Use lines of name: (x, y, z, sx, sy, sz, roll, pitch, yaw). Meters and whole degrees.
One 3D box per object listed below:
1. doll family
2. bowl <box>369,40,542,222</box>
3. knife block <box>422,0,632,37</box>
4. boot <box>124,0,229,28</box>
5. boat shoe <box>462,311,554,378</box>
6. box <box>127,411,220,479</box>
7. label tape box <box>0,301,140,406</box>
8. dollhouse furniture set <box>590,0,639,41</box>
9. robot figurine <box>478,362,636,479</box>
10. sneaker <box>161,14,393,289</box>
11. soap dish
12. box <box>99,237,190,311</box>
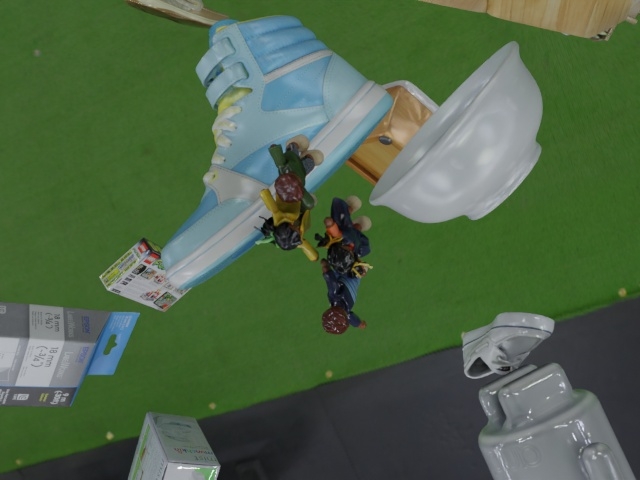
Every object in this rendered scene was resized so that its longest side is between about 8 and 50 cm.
doll family: (0.000, 0.000, 0.673, 0.076, 0.111, 0.193, -35, 109, 22)
bowl: (0.214, -0.125, 1.055, 0.134, 0.298, 0.298, 41, 114, -4)
knife block: (0.109, -0.210, 0.300, 0.242, 0.275, 0.088, -46, 59, 41)
boot: (-0.259, -0.505, 1.439, 0.077, 0.213, 0.165, 16, 95, 57)
boat shoe: (0.317, 0.187, 1.274, 0.095, 0.258, 0.084, 13, 69, -6)
box: (-0.341, 0.551, 1.643, 0.126, 0.231, 0.262, 13, 97, -27)
label tape box: (-0.595, 0.263, 1.677, 0.333, 0.106, 0.241, 8, 130, -30)
dollhouse furniture set: (0.525, -0.381, 1.301, 0.181, 0.161, 0.101, 10, 119, -32)
robot figurine: (0.378, 0.372, 1.162, 0.199, 0.300, 0.354, -23, 84, -13)
sneaker: (-0.096, -0.113, 0.816, 0.208, 0.127, 0.319, 46, 75, -1)
soap dish: (0.164, -0.168, 1.428, 0.290, 0.118, 0.228, 34, 159, -30)
box: (-0.321, 0.071, 1.443, 0.114, 0.207, 0.036, -41, 65, 3)
